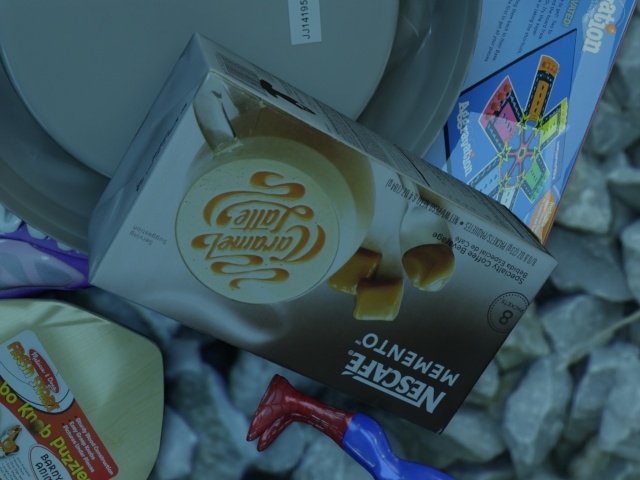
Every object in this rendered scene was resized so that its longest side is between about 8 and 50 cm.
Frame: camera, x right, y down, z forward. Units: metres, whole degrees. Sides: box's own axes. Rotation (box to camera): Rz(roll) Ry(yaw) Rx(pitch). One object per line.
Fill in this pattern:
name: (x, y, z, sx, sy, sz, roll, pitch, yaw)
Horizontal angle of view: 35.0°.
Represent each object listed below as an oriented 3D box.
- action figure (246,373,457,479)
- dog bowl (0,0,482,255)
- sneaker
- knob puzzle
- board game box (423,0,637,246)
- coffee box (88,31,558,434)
action figure: (0.075, 0.206, 0.660, 0.280, 0.091, 0.139, 20, 76, 10)
dog bowl: (-0.078, -0.154, 0.648, 0.348, 0.102, 0.349, -5, 116, -11)
sneaker: (-0.221, 0.011, 0.728, 0.236, 0.095, 0.105, 11, 110, -7)
knob puzzle: (-0.196, 0.124, 0.717, 0.213, 0.030, 0.213, 0, 97, -4)
board game box: (0.136, -0.128, 0.741, 0.145, 0.027, 0.281, 21, 83, 11)
coffee box: (0.000, 0.000, 0.624, 0.246, 0.098, 0.141, 27, 105, -22)
